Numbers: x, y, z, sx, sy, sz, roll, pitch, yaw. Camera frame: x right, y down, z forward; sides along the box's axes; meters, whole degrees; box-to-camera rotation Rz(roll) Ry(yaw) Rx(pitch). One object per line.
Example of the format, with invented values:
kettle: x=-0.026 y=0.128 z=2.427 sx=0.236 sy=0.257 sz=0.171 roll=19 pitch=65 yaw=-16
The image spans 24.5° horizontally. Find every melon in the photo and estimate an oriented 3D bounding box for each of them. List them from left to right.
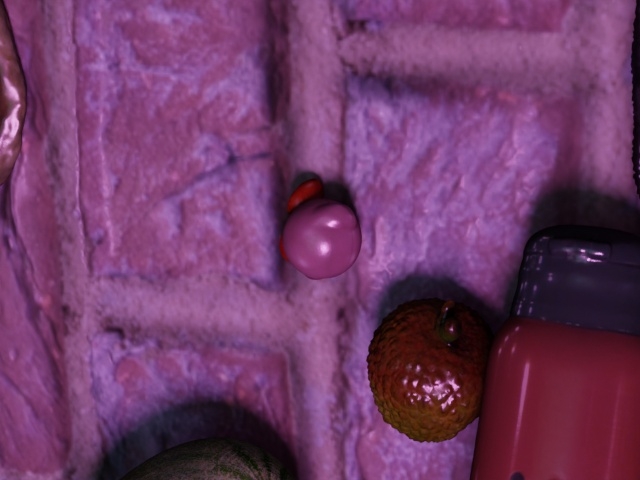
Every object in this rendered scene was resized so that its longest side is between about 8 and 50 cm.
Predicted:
melon: x=-0.131 y=0.291 z=1.316 sx=0.287 sy=0.182 sz=0.182 roll=-42 pitch=87 yaw=25

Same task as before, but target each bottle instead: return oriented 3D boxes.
bottle: x=0.190 y=0.156 z=1.130 sx=0.144 sy=0.144 sz=0.336 roll=8 pitch=88 yaw=20

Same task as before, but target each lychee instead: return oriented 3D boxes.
lychee: x=0.094 y=0.105 z=1.209 sx=0.114 sy=0.114 sz=0.146 roll=25 pitch=135 yaw=14

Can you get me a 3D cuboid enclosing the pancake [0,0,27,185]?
pancake: x=-0.368 y=-0.144 z=1.367 sx=0.222 sy=0.042 sz=0.236 roll=29 pitch=113 yaw=15

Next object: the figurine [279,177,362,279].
figurine: x=0.000 y=0.000 z=1.244 sx=0.071 sy=0.067 sz=0.083 roll=31 pitch=132 yaw=33
